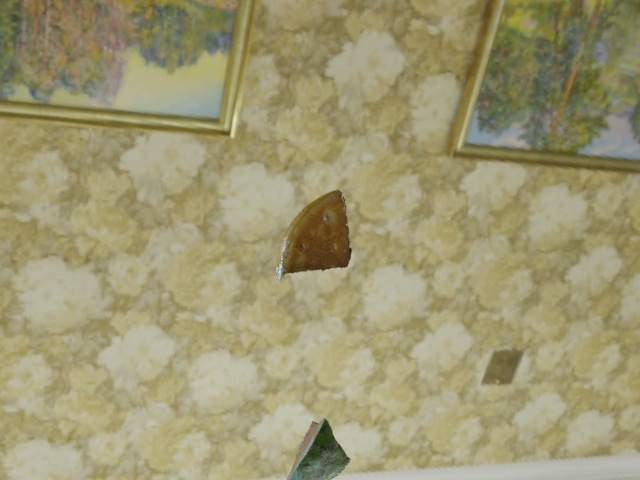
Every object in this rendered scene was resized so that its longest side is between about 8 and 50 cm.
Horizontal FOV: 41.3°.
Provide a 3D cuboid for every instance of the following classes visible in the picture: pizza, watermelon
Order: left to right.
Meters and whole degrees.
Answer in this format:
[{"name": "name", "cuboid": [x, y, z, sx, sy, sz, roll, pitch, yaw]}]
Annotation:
[{"name": "watermelon", "cuboid": [-0.009, 0.411, 1.583, 0.101, 0.155, 0.080, 37, 174, -18]}, {"name": "pizza", "cuboid": [0.000, 0.000, 1.415, 0.131, 0.178, 0.041, 29, 174, -32]}]
